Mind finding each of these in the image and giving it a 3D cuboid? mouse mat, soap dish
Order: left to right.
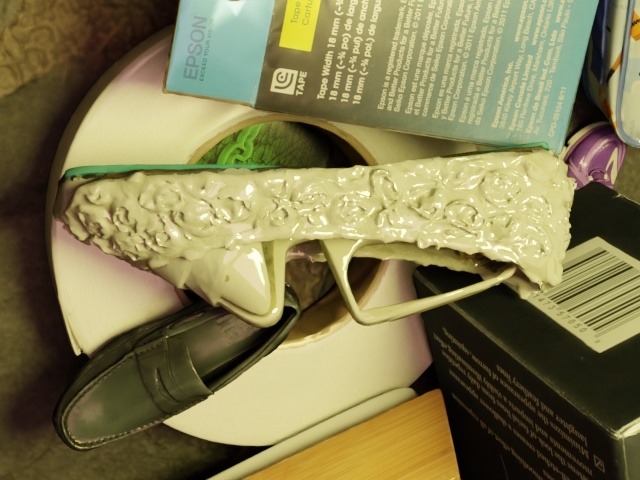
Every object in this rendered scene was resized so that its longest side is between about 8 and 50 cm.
[{"bbox_3d":[-0.092,-0.045,1.051,0.152,0.007,0.190,32,91,-21],"label":"mouse mat"},{"bbox_3d":[0.005,0.279,1.050,0.290,0.118,0.229,-24,133,-11],"label":"soap dish"}]

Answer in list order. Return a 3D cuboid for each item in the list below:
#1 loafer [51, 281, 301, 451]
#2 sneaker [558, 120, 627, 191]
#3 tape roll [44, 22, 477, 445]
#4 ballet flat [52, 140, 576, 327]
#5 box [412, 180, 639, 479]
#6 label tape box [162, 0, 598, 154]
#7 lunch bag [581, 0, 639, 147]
[{"bbox_3d":[-0.115,0.099,0.952,0.223,0.078,0.076,-32,109,-9],"label":"loafer"},{"bbox_3d":[0.251,-0.032,1.128,0.068,0.071,0.170,27,91,-21],"label":"sneaker"},{"bbox_3d":[-0.044,-0.011,1.032,0.391,0.072,0.392,-4,103,-17],"label":"tape roll"},{"bbox_3d":[0.000,0.000,0.895,0.408,0.147,0.147,-3,102,-3],"label":"ballet flat"},{"bbox_3d":[0.271,0.200,1.018,0.212,0.293,0.396,-24,121,-15],"label":"box"},{"bbox_3d":[0.051,-0.212,0.917,0.333,0.106,0.241,7,105,-19],"label":"label tape box"},{"bbox_3d":[0.351,-0.234,1.043,0.243,0.115,0.303,-7,126,-4],"label":"lunch bag"}]
